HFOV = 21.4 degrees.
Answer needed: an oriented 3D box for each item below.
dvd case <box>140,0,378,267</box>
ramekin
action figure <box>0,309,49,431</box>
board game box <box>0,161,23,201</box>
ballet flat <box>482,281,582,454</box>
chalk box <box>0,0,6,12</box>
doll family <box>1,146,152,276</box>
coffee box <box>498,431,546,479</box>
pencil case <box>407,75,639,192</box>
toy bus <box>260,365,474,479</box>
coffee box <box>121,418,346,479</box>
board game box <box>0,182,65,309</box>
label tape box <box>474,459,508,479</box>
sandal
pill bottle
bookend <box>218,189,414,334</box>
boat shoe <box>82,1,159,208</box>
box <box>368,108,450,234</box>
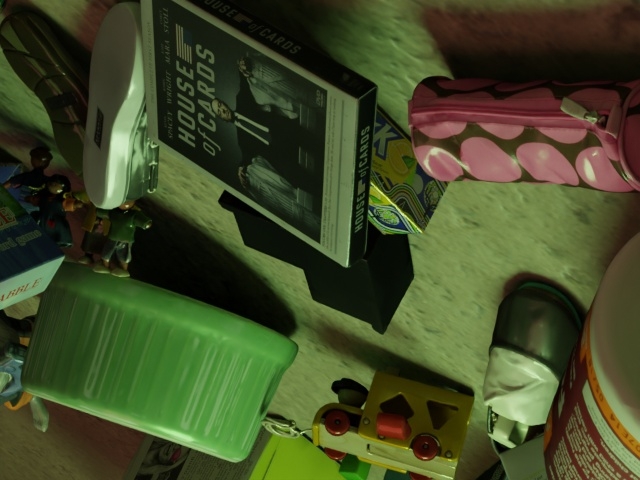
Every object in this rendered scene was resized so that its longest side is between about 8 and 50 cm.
[{"bbox_3d":[-0.055,-0.103,1.380,0.238,0.029,0.179,32,141,28],"label":"dvd case"},{"bbox_3d":[-0.190,0.141,1.913,0.303,0.148,0.303,18,172,3],"label":"ramekin"},{"bbox_3d":[-0.444,0.153,2.151,0.341,0.178,0.330,-23,153,29],"label":"action figure"},{"bbox_3d":[-0.506,-0.008,1.947,0.232,0.141,0.291,-2,178,-37],"label":"board game box"},{"bbox_3d":[0.203,0.144,1.644,0.095,0.096,0.280,22,156,17],"label":"ballet flat"},{"bbox_3d":[-0.461,-0.157,1.538,0.180,0.289,0.179,-3,141,49],"label":"chalk box"},{"bbox_3d":[-0.263,-0.034,1.806,0.193,0.111,0.076,11,-173,11],"label":"doll family"},{"bbox_3d":[0.294,0.327,1.620,0.119,0.297,0.168,-27,155,16],"label":"coffee box"},{"bbox_3d":[0.157,-0.082,1.242,0.209,0.095,0.098,3,-179,43],"label":"pencil case"},{"bbox_3d":[0.073,0.194,1.876,0.191,0.104,0.202,-10,143,46],"label":"toy bus"},{"bbox_3d":[-0.104,0.474,2.363,0.337,0.338,0.334,41,154,-26],"label":"coffee box"},{"bbox_3d":[-0.469,-0.033,1.684,0.318,0.318,0.066,45,126,13],"label":"board game box"},{"bbox_3d":[0.185,0.401,2.005,0.106,0.240,0.334,29,157,0],"label":"label tape box"},{"bbox_3d":[-0.228,-0.134,1.626,0.090,0.060,0.219,-8,123,44],"label":"sandal"},{"bbox_3d":[0.302,0.148,1.381,0.224,0.224,0.392,25,156,10],"label":"pill bottle"},{"bbox_3d":[0.000,0.000,1.611,0.156,0.072,0.157,21,156,20],"label":"bookend"},{"bbox_3d":[-0.160,-0.121,1.526,0.080,0.076,0.228,54,144,38],"label":"boat shoe"},{"bbox_3d":[0.031,-0.077,1.433,0.169,0.059,0.054,42,154,-29],"label":"box"}]
